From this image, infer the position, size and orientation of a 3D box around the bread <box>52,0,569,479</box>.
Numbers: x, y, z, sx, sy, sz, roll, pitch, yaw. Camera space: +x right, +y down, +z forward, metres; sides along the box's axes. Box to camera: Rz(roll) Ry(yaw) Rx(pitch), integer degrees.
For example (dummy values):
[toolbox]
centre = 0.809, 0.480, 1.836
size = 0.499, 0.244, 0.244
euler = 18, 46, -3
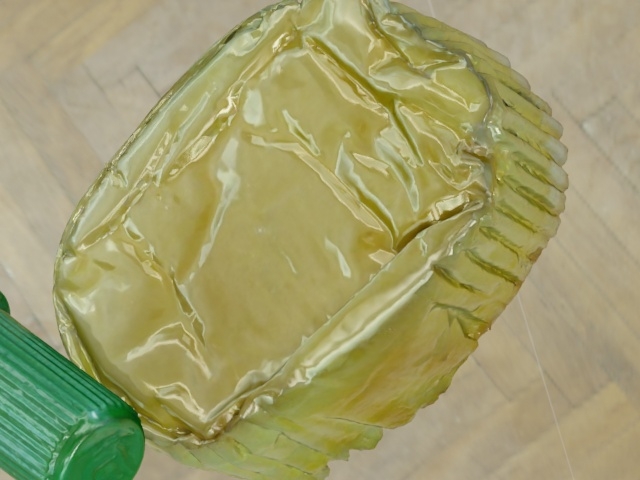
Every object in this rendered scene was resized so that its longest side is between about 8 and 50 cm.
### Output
[bread]
centre = 0.000, 0.000, 0.782
size = 0.179, 0.133, 0.250
euler = 45, 100, 23

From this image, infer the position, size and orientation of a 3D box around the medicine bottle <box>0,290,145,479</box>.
[medicine bottle]
centre = -0.201, 0.036, 0.767
size = 0.309, 0.076, 0.111
euler = 27, 36, 36
